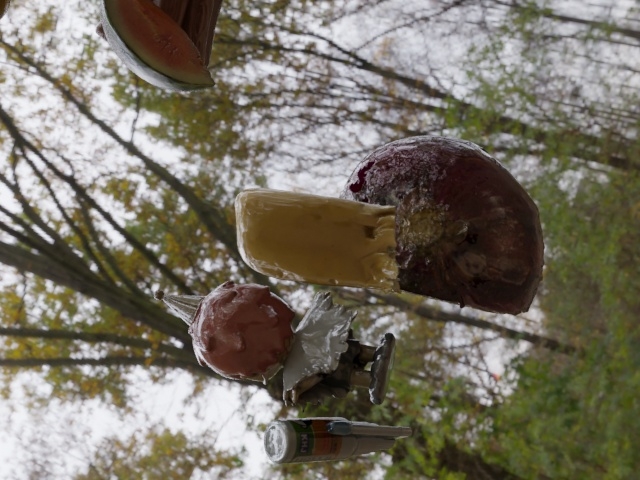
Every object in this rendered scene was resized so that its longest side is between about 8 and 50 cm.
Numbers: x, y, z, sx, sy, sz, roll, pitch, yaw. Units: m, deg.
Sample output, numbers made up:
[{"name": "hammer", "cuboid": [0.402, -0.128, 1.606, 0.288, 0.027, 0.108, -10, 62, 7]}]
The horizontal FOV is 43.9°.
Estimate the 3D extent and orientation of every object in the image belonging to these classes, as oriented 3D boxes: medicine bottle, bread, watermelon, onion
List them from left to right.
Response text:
[{"name": "watermelon", "cuboid": [-0.278, -0.330, 1.289, 0.119, 0.245, 0.063, -42, 2, -28]}, {"name": "bread", "cuboid": [0.000, 0.002, 0.787, 0.134, 0.173, 0.085, 37, -119, -83]}, {"name": "medicine bottle", "cuboid": [0.030, 0.283, 1.148, 0.220, 0.092, 0.061, 10, -119, -40]}, {"name": "onion", "cuboid": [0.191, -0.030, 1.245, 0.282, 0.336, 0.260, 24, -101, -66]}]

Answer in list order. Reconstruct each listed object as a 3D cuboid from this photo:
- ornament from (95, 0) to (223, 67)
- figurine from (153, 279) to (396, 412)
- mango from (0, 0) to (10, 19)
[{"name": "ornament", "cuboid": [-0.265, -0.446, 1.446, 0.221, 0.235, 0.218, -27, -31, -55]}, {"name": "figurine", "cuboid": [-0.081, 0.155, 1.207, 0.166, 0.386, 0.207, 90, -167, -51]}, {"name": "mango", "cuboid": [-0.301, -0.225, 0.569, 0.190, 0.098, 0.075, 44, -122, -41]}]
